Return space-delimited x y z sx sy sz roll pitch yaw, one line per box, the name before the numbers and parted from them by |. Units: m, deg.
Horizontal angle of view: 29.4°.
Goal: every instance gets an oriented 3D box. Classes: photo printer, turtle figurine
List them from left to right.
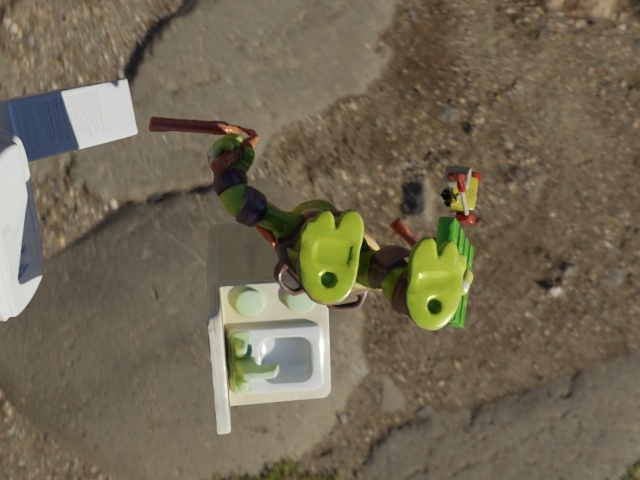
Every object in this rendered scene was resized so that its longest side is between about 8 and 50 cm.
photo printer | -0.461 -0.055 1.307 0.307 0.107 0.256 20 144 8
turtle figurine | 0.000 0.000 0.835 0.269 0.217 0.087 30 92 -15

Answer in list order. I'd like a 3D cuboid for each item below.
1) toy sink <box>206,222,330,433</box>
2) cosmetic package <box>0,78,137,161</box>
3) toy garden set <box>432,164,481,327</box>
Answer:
toy sink | -0.058 0.091 1.373 0.131 0.234 0.153 -4 114 -3
cosmetic package | -0.358 -0.153 1.585 0.117 0.231 0.086 -4 103 31
toy garden set | 0.156 -0.004 1.512 0.049 0.244 0.204 7 82 13
